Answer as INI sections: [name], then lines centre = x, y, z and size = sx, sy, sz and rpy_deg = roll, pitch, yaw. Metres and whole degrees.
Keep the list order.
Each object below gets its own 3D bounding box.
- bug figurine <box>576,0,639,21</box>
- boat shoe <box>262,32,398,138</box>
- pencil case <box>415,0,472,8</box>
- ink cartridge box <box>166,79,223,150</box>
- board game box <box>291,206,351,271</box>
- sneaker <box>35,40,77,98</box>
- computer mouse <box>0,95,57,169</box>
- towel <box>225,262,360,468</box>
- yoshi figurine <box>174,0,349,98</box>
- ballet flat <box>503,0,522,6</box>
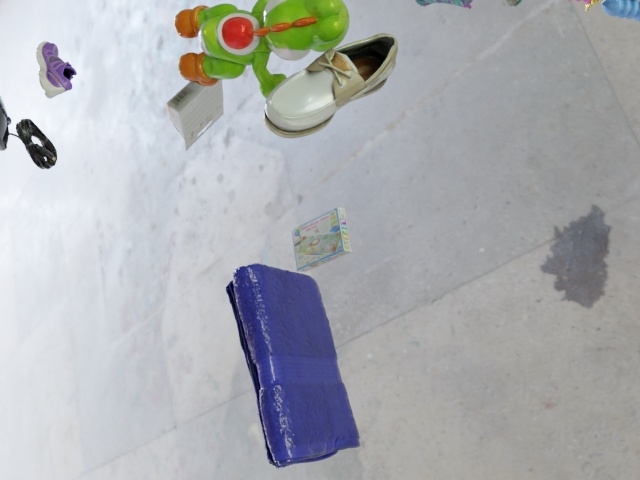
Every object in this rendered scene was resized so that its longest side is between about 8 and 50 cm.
[bug figurine]
centre = 0.494, -0.439, 1.049
size = 0.279, 0.216, 0.072
rpy_deg = 92, -174, -76
[boat shoe]
centre = 0.021, -0.284, 1.136
size = 0.113, 0.302, 0.103
rpy_deg = 46, 146, 7
[pencil case]
centre = 0.332, -0.660, 1.740
size = 0.151, 0.064, 0.070
rpy_deg = 16, 130, 31
[ink cartridge box]
centre = -0.287, -0.308, 1.513
size = 0.045, 0.145, 0.179
rpy_deg = 38, 160, 6
[board game box]
centre = 0.000, 0.000, 1.471
size = 0.154, 0.026, 0.104
rpy_deg = -24, 66, 41
[sneaker]
centre = -0.543, -0.353, 1.345
size = 0.068, 0.071, 0.170
rpy_deg = 90, 160, -51
[computer mouse]
centre = -0.345, -0.123, 0.733
size = 0.242, 0.041, 0.071
rpy_deg = 81, 178, -87
[towel]
centre = -0.047, 0.198, 1.044
size = 0.076, 0.227, 0.309
rpy_deg = -24, 68, 24
[yoshi figurine]
centre = -0.093, -0.397, 1.251
size = 0.361, 0.204, 0.203
rpy_deg = 0, 56, 31
[ballet flat]
centre = 0.484, -0.640, 1.623
size = 0.068, 0.213, 0.072
rpy_deg = 39, 125, -6
